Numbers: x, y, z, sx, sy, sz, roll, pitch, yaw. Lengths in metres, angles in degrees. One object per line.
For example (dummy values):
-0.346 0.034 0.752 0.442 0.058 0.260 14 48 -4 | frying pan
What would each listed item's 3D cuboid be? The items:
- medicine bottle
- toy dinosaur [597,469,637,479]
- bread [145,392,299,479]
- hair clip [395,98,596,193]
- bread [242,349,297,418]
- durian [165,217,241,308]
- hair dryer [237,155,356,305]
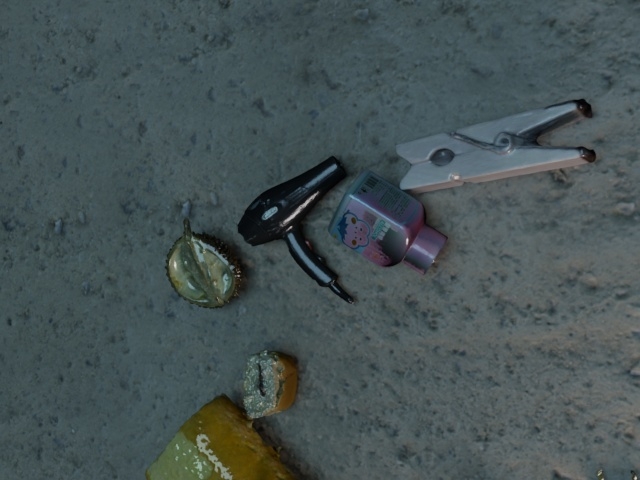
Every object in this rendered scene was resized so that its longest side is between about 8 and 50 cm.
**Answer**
0.120 -0.021 1.462 0.188 0.094 0.119 33 135 6 | medicine bottle
0.464 0.463 1.314 0.327 0.113 0.206 19 99 26 | toy dinosaur
-0.137 0.489 1.569 0.375 0.165 0.236 45 110 19 | bread
0.287 -0.148 1.408 0.331 0.085 0.101 -11 84 31 | hair clip
-0.088 0.266 1.579 0.082 0.106 0.125 -4 85 32 | bread
-0.222 0.040 1.644 0.148 0.091 0.188 -17 106 23 | durian
0.000 0.000 1.568 0.235 0.091 0.271 -35 88 11 | hair dryer
